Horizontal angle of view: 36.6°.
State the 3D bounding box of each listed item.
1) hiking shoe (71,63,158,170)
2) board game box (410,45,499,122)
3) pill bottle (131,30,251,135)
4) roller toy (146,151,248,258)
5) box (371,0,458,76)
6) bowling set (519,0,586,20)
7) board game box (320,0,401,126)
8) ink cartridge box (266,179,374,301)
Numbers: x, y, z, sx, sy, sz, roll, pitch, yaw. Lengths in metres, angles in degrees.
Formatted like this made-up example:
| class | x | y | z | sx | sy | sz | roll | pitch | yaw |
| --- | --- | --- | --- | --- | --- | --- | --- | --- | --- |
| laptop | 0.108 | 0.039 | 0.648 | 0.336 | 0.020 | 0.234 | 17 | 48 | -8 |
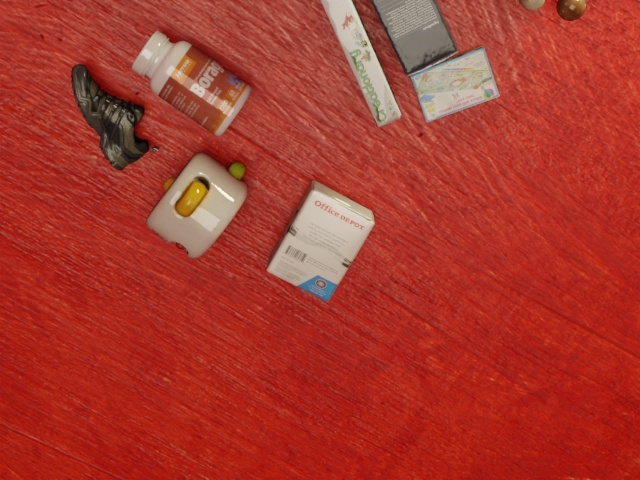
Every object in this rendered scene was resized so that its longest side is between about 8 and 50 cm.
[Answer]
| class | x | y | z | sx | sy | sz | roll | pitch | yaw |
| --- | --- | --- | --- | --- | --- | --- | --- | --- | --- |
| hiking shoe | -0.414 | -0.260 | 1.936 | 0.114 | 0.086 | 0.227 | -26 | 113 | -4 |
| board game box | 0.266 | -0.310 | 1.920 | 0.154 | 0.026 | 0.103 | -19 | 108 | 8 |
| pill bottle | -0.252 | -0.309 | 1.882 | 0.216 | 0.121 | 0.121 | 34 | 107 | -10 |
| roller toy | -0.251 | -0.073 | 1.926 | 0.146 | 0.209 | 0.191 | 37 | 126 | -10 |
| box | 0.164 | -0.431 | 1.814 | 0.108 | 0.153 | 0.207 | -25 | 106 | 10 |
| bowling set | 0.406 | -0.504 | 1.808 | 0.287 | 0.154 | 0.200 | -28 | 125 | 9 |
| board game box | 0.065 | -0.377 | 1.814 | 0.053 | 0.193 | 0.305 | -23 | 107 | 9 |
| ink cartridge box | 0.000 | 0.000 | 2.003 | 0.148 | 0.086 | 0.203 | 28 | 107 | -9 |
